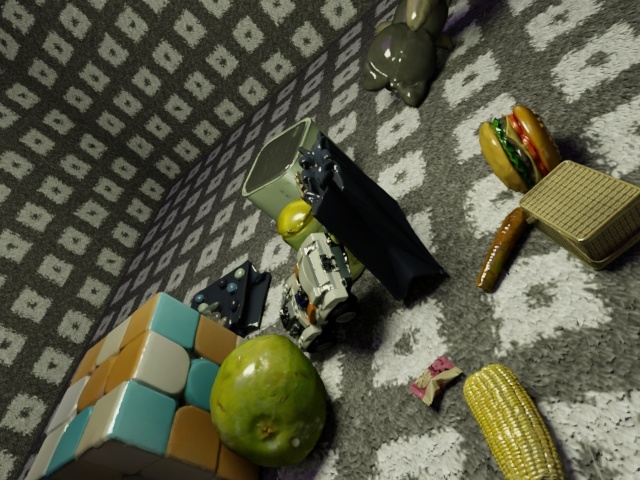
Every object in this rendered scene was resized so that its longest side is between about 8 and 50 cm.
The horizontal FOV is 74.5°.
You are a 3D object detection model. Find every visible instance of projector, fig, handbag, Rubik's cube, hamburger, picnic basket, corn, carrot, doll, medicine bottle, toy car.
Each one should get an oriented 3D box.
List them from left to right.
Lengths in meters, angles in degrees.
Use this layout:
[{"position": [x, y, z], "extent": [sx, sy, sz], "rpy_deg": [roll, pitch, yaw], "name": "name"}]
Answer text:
[{"position": [-0.357, 0.392, 0.953], "extent": [0.346, 0.346, 0.344], "rpy_deg": [-34, 32, 25], "name": "Rubik's cube"}, {"position": [-0.314, 0.227, 1.321], "extent": [0.325, 0.118, 0.269], "rpy_deg": [-33, 34, 32], "name": "handbag"}, {"position": [-0.121, 0.308, 0.871], "extent": [0.233, 0.233, 0.314], "rpy_deg": [-57, 24, -12], "name": "fig"}, {"position": [-0.051, -0.179, 1.278], "extent": [0.248, 0.249, 0.248], "rpy_deg": [-21, 41, 41], "name": "projector"}, {"position": [-0.014, 0.129, 0.912], "extent": [0.301, 0.117, 0.193], "rpy_deg": [-61, 41, 49], "name": "toy car"}, {"position": [0.000, 0.000, 1.017], "extent": [0.124, 0.239, 0.124], "rpy_deg": [-34, 30, 23], "name": "medicine bottle"}, {"position": [0.080, -0.061, 0.883], "extent": [0.122, 0.329, 0.303], "rpy_deg": [-41, 30, 16], "name": "handbag"}, {"position": [0.257, -0.633, 1.284], "extent": [0.252, 0.378, 0.383], "rpy_deg": [17, 81, 22], "name": "doll"}, {"position": [0.327, 0.016, 0.757], "extent": [0.042, 0.042, 0.171], "rpy_deg": [14, 71, 58], "name": "carrot"}, {"position": [0.254, 0.249, 0.564], "extent": [0.085, 0.063, 0.165], "rpy_deg": [-30, 36, 15], "name": "corn"}, {"position": [0.372, -0.173, 0.792], "extent": [0.115, 0.162, 0.162], "rpy_deg": [-32, 34, 27], "name": "hamburger"}, {"position": [0.412, -0.044, 0.664], "extent": [0.115, 0.079, 0.164], "rpy_deg": [-45, 30, 10], "name": "picnic basket"}]

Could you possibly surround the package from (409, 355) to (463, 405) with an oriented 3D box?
[{"position": [0.192, 0.232, 0.703], "extent": [0.083, 0.029, 0.059], "rpy_deg": [-42, 21, -7], "name": "package"}]
